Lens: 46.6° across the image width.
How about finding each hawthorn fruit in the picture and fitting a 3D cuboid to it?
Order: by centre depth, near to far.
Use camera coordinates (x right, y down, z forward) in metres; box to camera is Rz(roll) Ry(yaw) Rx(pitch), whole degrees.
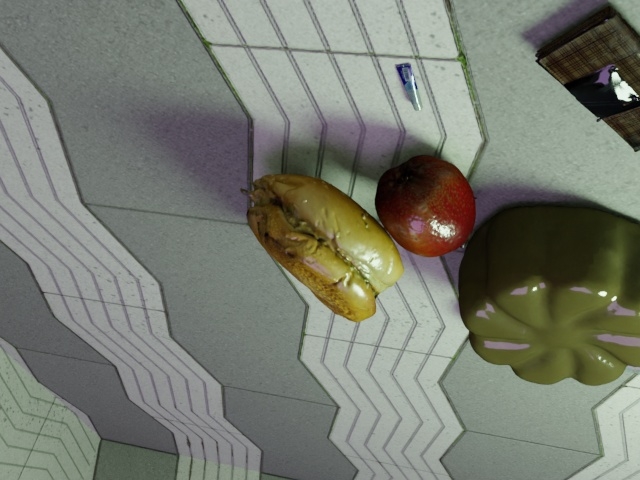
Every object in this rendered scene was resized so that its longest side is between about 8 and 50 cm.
[{"bbox_3d":[0.182,-0.045,1.243,0.169,0.169,0.188,-14,126,39],"label":"hawthorn fruit"}]

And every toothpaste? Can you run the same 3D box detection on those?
[{"bbox_3d":[0.137,-0.232,1.122,0.024,0.015,0.083,-2,139,29],"label":"toothpaste"}]

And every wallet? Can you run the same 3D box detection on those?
[{"bbox_3d":[0.410,-0.210,1.004,0.230,0.042,0.124,31,143,-26],"label":"wallet"}]

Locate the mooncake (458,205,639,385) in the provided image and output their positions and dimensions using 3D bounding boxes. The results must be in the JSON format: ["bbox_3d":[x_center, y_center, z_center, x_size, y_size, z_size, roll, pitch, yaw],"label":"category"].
[{"bbox_3d":[0.435,0.110,1.347,0.378,0.201,0.378,11,148,7],"label":"mooncake"}]

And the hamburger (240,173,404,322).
[{"bbox_3d":[0.000,0.000,1.338,0.314,0.170,0.290,43,170,-26],"label":"hamburger"}]

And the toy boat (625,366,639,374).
[{"bbox_3d":[0.691,0.245,1.552,0.227,0.085,0.155,5,146,18],"label":"toy boat"}]
